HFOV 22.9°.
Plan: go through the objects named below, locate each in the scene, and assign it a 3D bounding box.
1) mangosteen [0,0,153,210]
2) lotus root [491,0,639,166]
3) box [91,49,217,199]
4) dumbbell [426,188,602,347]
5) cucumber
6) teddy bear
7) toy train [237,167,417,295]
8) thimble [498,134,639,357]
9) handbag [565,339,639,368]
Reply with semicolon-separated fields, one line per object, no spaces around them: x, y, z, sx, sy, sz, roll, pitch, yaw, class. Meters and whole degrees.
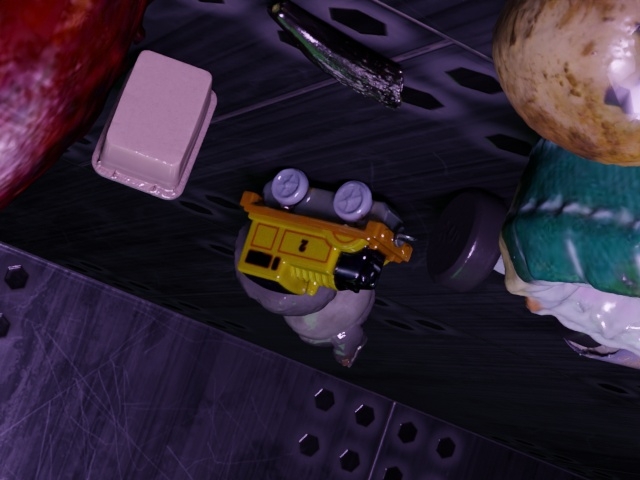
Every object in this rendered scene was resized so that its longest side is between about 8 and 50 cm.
-0.262;-0.185;0.653;0.381;0.381;0.421;7;146;48;mangosteen
0.167;-0.108;0.920;0.138;0.138;0.214;22;180;-16;lotus root
-0.148;-0.110;1.438;0.089;0.122;0.062;20;156;-4;box
0.207;0.028;1.538;0.191;0.100;0.100;23;168;-20;dumbbell
0.012;-0.142;1.218;0.135;0.034;0.033;25;172;-27;cucumber
-0.012;0.033;1.868;0.171;0.144;0.251;37;176;24;teddy bear
0.000;0.000;1.675;0.219;0.127;0.089;13;168;31;toy train
0.276;0.001;1.123;0.288;0.167;0.254;23;169;-14;thimble
0.334;0.089;1.659;0.173;0.095;0.117;17;166;-35;handbag
